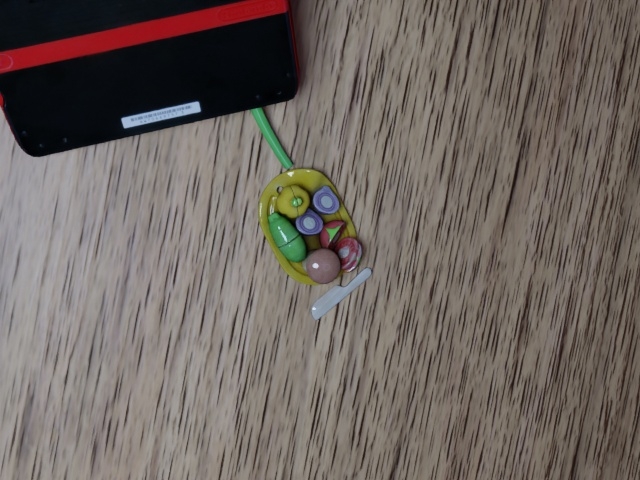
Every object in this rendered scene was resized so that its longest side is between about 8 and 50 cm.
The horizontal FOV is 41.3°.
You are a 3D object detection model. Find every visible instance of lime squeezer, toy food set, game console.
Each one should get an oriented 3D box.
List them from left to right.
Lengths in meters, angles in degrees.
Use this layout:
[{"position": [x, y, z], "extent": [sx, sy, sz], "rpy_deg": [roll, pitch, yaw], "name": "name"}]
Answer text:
[{"position": [-0.225, -0.273, 1.025], "extent": [0.386, 0.060, 0.342], "rpy_deg": [-13, 140, -6], "name": "game console"}, {"position": [-0.093, -0.256, 1.196], "extent": [0.110, 0.059, 0.310], "rpy_deg": [-7, 98, -50], "name": "lime squeezer"}, {"position": [0.000, 0.000, 1.229], "extent": [0.128, 0.071, 0.218], "rpy_deg": [-31, 104, -13], "name": "toy food set"}]
